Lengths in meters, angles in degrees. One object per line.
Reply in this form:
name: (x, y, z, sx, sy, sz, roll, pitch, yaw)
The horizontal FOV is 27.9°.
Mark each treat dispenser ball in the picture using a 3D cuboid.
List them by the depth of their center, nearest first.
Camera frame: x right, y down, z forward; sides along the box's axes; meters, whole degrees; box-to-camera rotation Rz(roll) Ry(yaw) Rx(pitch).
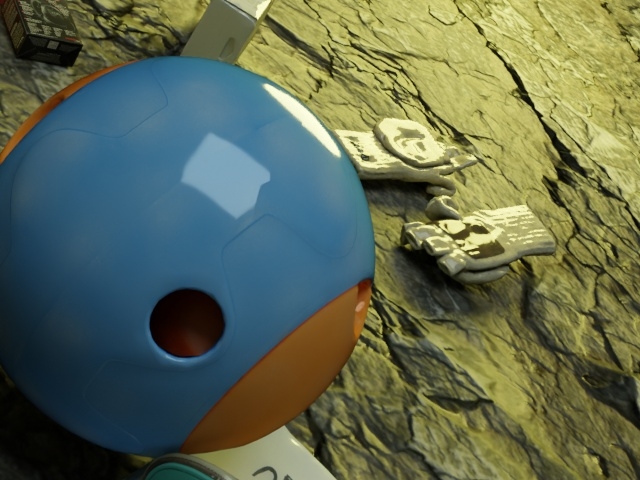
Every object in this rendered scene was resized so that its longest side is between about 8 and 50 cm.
treat dispenser ball: (-0.104, 0.012, 0.927, 0.288, 0.288, 0.288, 24, 35, -18)

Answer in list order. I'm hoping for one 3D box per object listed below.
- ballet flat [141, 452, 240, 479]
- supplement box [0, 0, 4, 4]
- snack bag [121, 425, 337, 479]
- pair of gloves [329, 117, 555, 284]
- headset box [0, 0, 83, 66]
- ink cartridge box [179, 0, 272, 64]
ballet flat: (-0.022, 0.237, 0.863, 0.248, 0.086, 0.086, 44, 34, 16)
supplement box: (-0.326, -0.300, 1.289, 0.080, 0.104, 0.188, 38, 33, 3)
snack bag: (-0.018, 0.271, 0.911, 0.342, 0.037, 0.323, 44, 34, 14)
pair of gloves: (0.132, -0.045, 1.442, 0.204, 0.042, 0.240, -16, 56, -46)
headset box: (-0.281, -0.217, 1.290, 0.062, 0.032, 0.083, 6, 42, -38)
ink cartridge box: (-0.097, -0.246, 1.432, 0.056, 0.099, 0.135, 32, 32, -6)
